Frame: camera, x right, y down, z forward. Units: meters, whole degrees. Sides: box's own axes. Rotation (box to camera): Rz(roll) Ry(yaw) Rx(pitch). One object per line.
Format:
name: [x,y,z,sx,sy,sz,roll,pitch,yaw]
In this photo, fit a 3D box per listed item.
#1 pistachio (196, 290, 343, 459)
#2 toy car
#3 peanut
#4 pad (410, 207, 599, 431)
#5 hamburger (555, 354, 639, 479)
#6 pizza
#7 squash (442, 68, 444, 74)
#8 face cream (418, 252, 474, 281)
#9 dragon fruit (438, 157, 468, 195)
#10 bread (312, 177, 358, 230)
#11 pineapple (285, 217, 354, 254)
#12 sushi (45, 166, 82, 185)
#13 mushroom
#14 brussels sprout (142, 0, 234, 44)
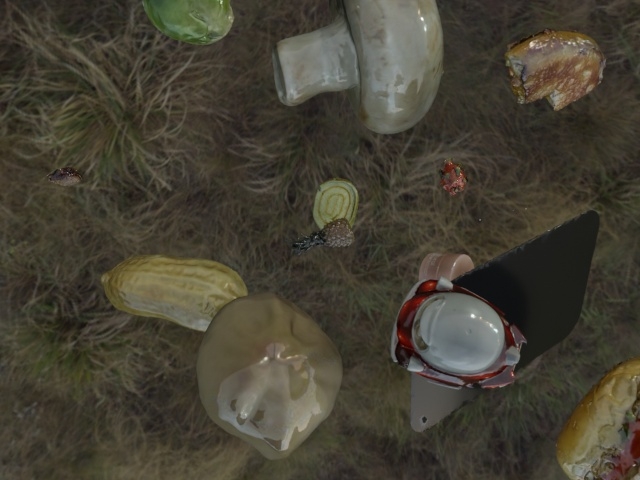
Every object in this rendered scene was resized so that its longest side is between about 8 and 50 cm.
pistachio: [-0.082,0.190,0.859,0.207,0.332,0.226,-6,100,-16]
toy car: [0.150,0.100,0.599,0.139,0.112,0.112,20,79,7]
peanut: [-0.280,0.096,1.080,0.305,0.147,0.147,7,117,12]
pad: [0.251,0.072,0.812,0.375,0.063,0.315,-22,126,-28]
hamburger: [0.456,0.267,0.809,0.244,0.163,0.245,-19,128,-26]
pizza: [0.478,-0.356,1.175,0.305,0.086,0.161,-4,139,-36]
squash: [0.202,-0.331,1.246,0.090,0.200,0.075,-29,79,-25]
face cream: [0.359,0.110,1.617,0.104,0.149,0.149,2,124,41]
dragon fruit: [0.413,-0.203,1.796,0.086,0.081,0.116,-30,78,12]
bread: [0.040,-0.089,1.521,0.117,0.064,0.157,14,94,5]
pineapple: [0.000,0.000,1.056,0.124,0.058,0.058,-21,114,5]
sushi: [-0.702,-0.179,1.570,0.099,0.050,0.047,-15,152,2]
mushroom: [0.044,-0.255,0.760,0.243,0.244,0.244,1,116,1]
brussels sprout: [-0.359,-0.649,1.553,0.243,0.244,0.244,1,116,1]
